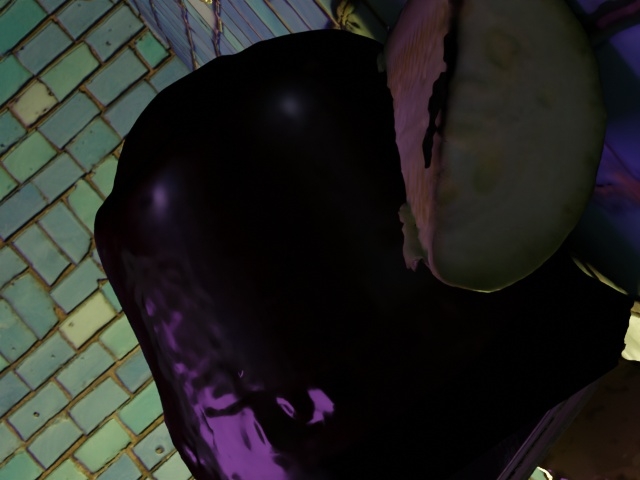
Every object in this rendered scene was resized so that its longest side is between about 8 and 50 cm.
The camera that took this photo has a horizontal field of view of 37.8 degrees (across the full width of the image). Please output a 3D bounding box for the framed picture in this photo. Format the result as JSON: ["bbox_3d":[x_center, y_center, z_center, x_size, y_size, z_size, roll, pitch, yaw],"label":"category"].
[{"bbox_3d":[0.152,0.149,0.831,0.018,0.231,0.293,35,-175,-4],"label":"framed picture"}]

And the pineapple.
[{"bbox_3d":[0.311,0.221,0.809,0.170,0.141,0.310,6,152,48],"label":"pineapple"}]

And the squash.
[{"bbox_3d":[0.085,-0.059,0.557,0.093,0.170,0.252,5,179,-4],"label":"squash"}]

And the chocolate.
[{"bbox_3d":[0.000,0.000,0.752,0.331,0.383,0.383,63,176,-6],"label":"chocolate"}]

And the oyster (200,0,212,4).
[{"bbox_3d":[-0.185,-0.364,1.346,0.083,0.038,0.080,52,174,-32],"label":"oyster"}]
